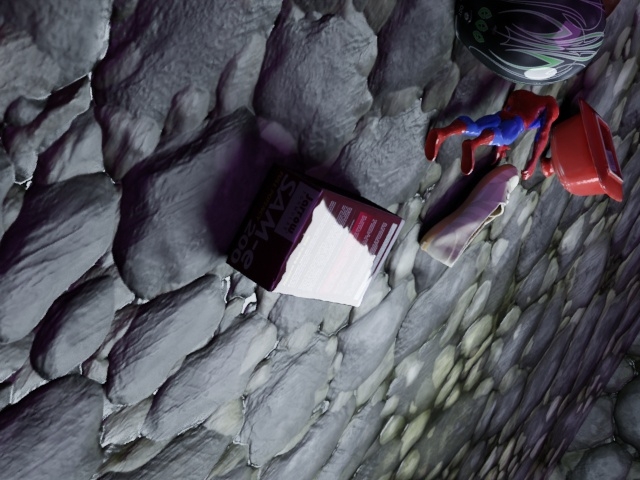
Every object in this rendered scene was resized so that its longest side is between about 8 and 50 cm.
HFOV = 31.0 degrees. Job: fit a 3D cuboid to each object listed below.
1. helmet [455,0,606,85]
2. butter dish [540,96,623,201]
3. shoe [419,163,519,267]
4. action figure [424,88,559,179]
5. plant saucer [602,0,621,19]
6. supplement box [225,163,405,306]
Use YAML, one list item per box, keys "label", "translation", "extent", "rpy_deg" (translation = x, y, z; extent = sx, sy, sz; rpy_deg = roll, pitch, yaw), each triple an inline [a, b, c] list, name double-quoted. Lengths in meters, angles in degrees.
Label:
- label: "helmet"
  translation: [0.268, -0.271, 1.436]
  extent: [0.169, 0.162, 0.169]
  rpy_deg: [-40, 148, -32]
- label: "butter dish"
  translation: [0.421, -0.135, 1.902]
  extent: [0.160, 0.118, 0.159]
  rpy_deg: [16, 60, -63]
- label: "shoe"
  translation: [0.235, -0.037, 1.725]
  extent: [0.219, 0.058, 0.076]
  rpy_deg: [-40, 159, -29]
- label: "action figure"
  translation: [0.254, -0.131, 1.640]
  extent: [0.280, 0.091, 0.139]
  rpy_deg: [-29, 135, -43]
- label: "plant saucer"
  translation: [0.415, -0.405, 1.688]
  extent: [0.199, 0.036, 0.198]
  rpy_deg: [-40, 149, -31]
- label: "supplement box"
  translation: [0.000, 0.000, 1.360]
  extent: [0.130, 0.073, 0.239]
  rpy_deg: [-62, 154, 5]
